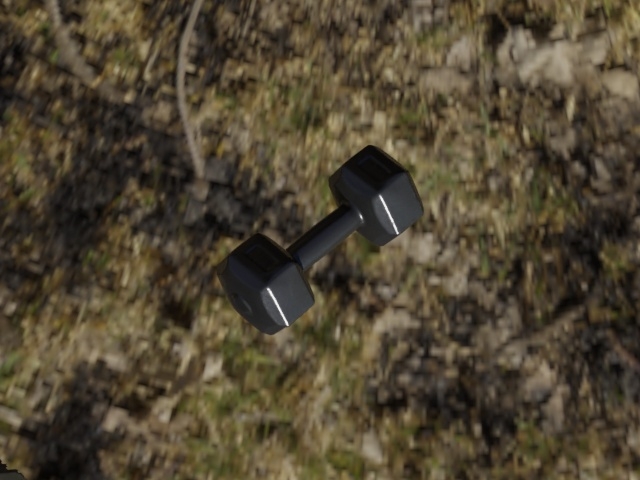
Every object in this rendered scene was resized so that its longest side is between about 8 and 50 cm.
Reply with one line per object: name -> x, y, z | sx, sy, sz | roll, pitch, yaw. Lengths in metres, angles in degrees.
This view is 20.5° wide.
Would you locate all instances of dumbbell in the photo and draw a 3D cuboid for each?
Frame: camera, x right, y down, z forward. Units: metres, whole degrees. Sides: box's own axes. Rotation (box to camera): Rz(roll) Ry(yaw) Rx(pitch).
dumbbell -> 0.000, 0.000, 0.677 | 0.083, 0.040, 0.036 | -39, 91, -22

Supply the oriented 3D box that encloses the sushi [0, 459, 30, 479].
sushi -> -0.166, 0.176, 0.683 | 0.192, 0.279, 0.043 | 29, 112, 30
